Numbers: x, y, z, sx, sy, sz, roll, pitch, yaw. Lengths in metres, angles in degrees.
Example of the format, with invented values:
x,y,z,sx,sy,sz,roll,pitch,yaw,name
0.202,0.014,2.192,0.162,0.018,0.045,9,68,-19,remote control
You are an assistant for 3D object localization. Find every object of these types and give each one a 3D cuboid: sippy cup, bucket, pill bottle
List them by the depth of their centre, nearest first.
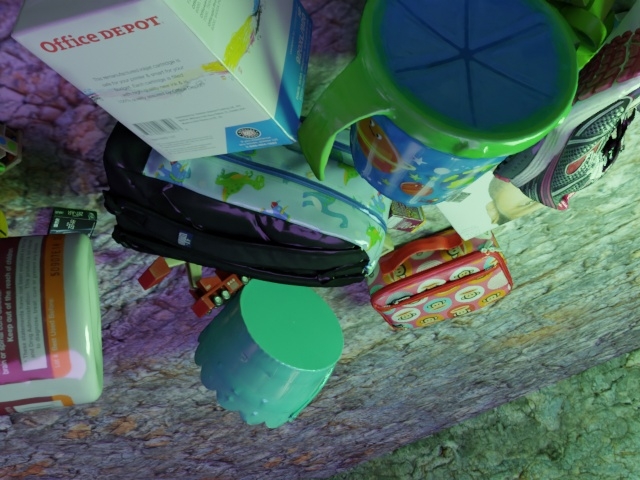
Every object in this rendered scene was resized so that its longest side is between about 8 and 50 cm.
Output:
x,y,z,sx,sy,sz,roll,pitch,yaw,name
0.135,-0.156,0.763,0.305,0.240,0.224,12,156,-6,sippy cup
-0.481,0.113,0.812,0.391,0.224,0.224,-4,150,-16,pill bottle
-0.098,0.216,1.356,0.281,0.281,0.183,11,132,-35,bucket

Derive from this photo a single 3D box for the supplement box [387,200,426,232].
x,y,z,sx,sy,sz,roll,pitch,yaw,name
0.144,-0.051,1.201,0.083,0.055,0.043,10,144,-33,supplement box

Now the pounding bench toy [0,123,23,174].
x,y,z,sx,sy,sz,roll,pitch,yaw,name
-0.425,-0.110,0.855,0.052,0.083,0.065,-25,147,21,pounding bench toy

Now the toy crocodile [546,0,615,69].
x,y,z,sx,sy,sz,roll,pitch,yaw,name
0.283,-0.317,0.757,0.115,0.105,0.340,-58,143,-1,toy crocodile

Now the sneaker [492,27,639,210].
x,y,z,sx,sy,sz,roll,pitch,yaw,name
0.330,-0.139,0.805,0.112,0.121,0.299,37,158,3,sneaker

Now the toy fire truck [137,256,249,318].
x,y,z,sx,sy,sz,roll,pitch,yaw,name
-0.226,0.068,1.223,0.047,0.135,0.192,-40,180,39,toy fire truck

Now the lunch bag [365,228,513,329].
x,y,z,sx,sy,sz,roll,pitch,yaw,name
0.245,0.071,1.400,0.293,0.120,0.258,-22,145,14,lunch bag

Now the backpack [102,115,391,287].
x,y,z,sx,sy,sz,roll,pitch,yaw,name
-0.078,-0.056,0.911,0.355,0.273,0.290,25,153,4,backpack

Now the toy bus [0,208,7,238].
x,y,z,sx,sy,sz,roll,pitch,yaw,name
-0.545,-0.064,0.841,0.108,0.130,0.333,-15,150,5,toy bus

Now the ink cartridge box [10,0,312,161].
x,y,z,sx,sy,sz,roll,pitch,yaw,name
-0.139,-0.214,0.660,0.171,0.168,0.232,-3,156,26,ink cartridge box

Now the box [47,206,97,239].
x,y,z,sx,sy,sz,roll,pitch,yaw,name
-0.407,-0.021,1.081,0.067,0.018,0.083,6,146,-29,box

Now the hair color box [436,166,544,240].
x,y,z,sx,sy,sz,roll,pitch,yaw,name
0.247,-0.136,1.045,0.185,0.110,0.339,-25,150,19,hair color box

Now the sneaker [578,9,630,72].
x,y,z,sx,sy,sz,roll,pitch,yaw,name
0.409,-0.233,0.962,0.071,0.083,0.191,-10,152,-8,sneaker

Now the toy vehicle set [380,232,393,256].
x,y,z,sx,sy,sz,roll,pitch,yaw,name
0.000,0.000,1.254,0.166,0.035,0.266,-29,146,27,toy vehicle set

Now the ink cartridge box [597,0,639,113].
x,y,z,sx,sy,sz,roll,pitch,yaw,name
0.528,-0.269,0.812,0.306,0.131,0.226,-8,143,-30,ink cartridge box
